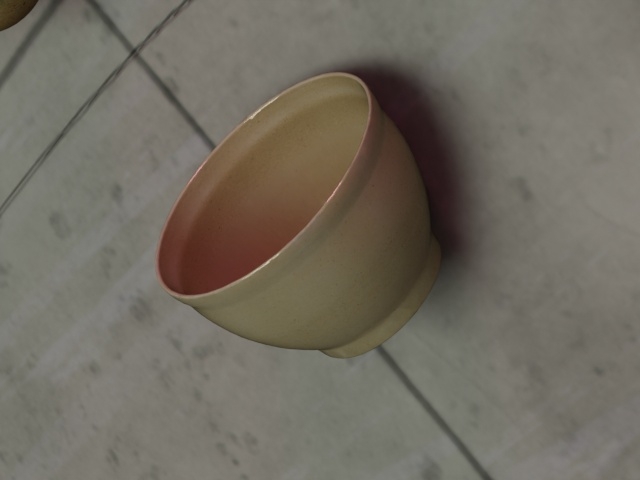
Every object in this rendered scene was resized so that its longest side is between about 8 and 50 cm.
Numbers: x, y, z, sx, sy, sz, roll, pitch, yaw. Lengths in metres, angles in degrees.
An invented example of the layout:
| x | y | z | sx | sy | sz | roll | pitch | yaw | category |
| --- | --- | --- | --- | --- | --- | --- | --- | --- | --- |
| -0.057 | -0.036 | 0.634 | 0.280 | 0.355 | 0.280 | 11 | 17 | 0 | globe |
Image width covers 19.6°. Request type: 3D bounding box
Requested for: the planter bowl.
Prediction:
| x | y | z | sx | sy | sz | roll | pitch | yaw | category |
| --- | --- | --- | --- | --- | --- | --- | --- | --- | --- |
| 0.000 | 0.000 | 1.063 | 0.162 | 0.162 | 0.109 | -17 | 129 | 43 | planter bowl |

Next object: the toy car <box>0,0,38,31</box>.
| x | y | z | sx | sy | sz | roll | pitch | yaw | category |
| --- | --- | --- | --- | --- | --- | --- | --- | --- | --- |
| -0.221 | -0.185 | 1.132 | 0.188 | 0.155 | 0.149 | 5 | 118 | 26 | toy car |
